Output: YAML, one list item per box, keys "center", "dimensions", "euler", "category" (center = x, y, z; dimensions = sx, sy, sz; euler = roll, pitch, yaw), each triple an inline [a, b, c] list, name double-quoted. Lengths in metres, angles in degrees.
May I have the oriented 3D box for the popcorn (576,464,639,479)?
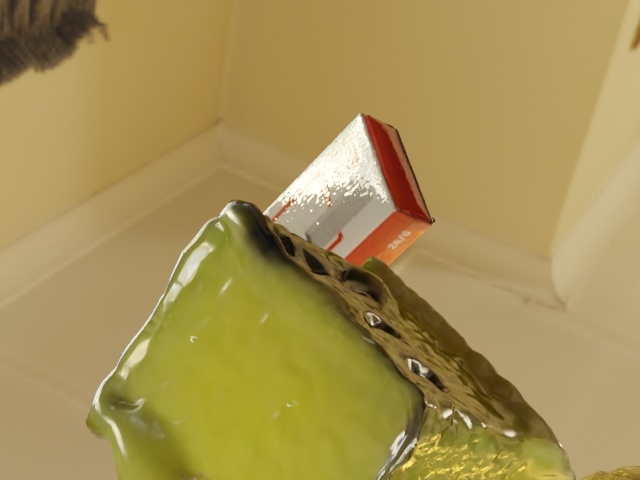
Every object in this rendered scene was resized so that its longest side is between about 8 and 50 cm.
- center: [0.470, 0.482, 1.646]
  dimensions: [0.390, 0.344, 0.354]
  euler: [-11, -143, 50]
  category: "popcorn"

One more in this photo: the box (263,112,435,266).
- center: [0.000, 0.000, 1.078]
  dimensions: [0.050, 0.229, 0.123]
  euler: [17, -137, -37]
  category: "box"

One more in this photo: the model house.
- center: [0.021, 0.117, 0.669]
  dimensions: [0.234, 0.174, 0.193]
  euler: [28, -168, -49]
  category: "model house"
